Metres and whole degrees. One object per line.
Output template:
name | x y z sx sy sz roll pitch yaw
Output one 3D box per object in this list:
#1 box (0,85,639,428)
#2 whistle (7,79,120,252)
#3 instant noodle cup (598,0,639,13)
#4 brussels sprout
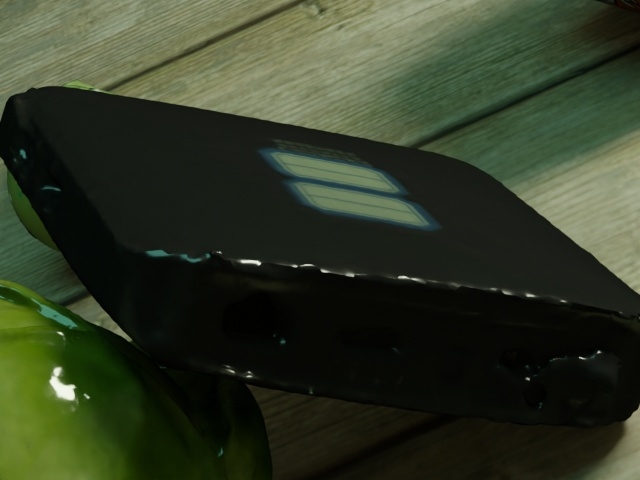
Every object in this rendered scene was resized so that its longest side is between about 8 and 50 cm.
box | 0.000 0.000 1.195 0.359 0.091 0.350 10 17 -25
whistle | -0.195 -0.060 1.588 0.141 0.141 0.294 -30 13 -7
instant noodle cup | 0.262 -0.276 1.452 0.250 0.250 0.192 -37 25 -18
brussels sprout | -0.165 0.152 1.095 0.227 0.259 0.294 -1 55 47
